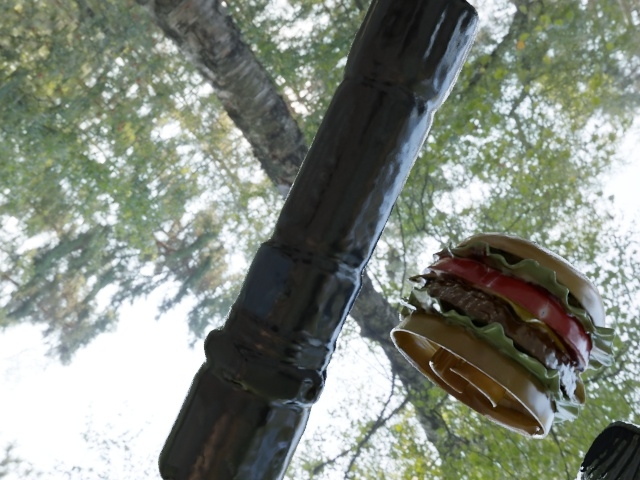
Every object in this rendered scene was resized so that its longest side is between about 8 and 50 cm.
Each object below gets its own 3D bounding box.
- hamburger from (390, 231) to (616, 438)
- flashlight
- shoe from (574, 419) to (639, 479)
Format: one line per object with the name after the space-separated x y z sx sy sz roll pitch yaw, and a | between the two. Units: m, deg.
0.249 0.110 0.726 0.212 0.274 0.275 -51 -148 -15 | hamburger
0.000 0.000 0.413 0.103 0.103 0.423 26 -87 57 | flashlight
0.289 0.206 0.389 0.099 0.112 0.227 -58 -178 -8 | shoe
